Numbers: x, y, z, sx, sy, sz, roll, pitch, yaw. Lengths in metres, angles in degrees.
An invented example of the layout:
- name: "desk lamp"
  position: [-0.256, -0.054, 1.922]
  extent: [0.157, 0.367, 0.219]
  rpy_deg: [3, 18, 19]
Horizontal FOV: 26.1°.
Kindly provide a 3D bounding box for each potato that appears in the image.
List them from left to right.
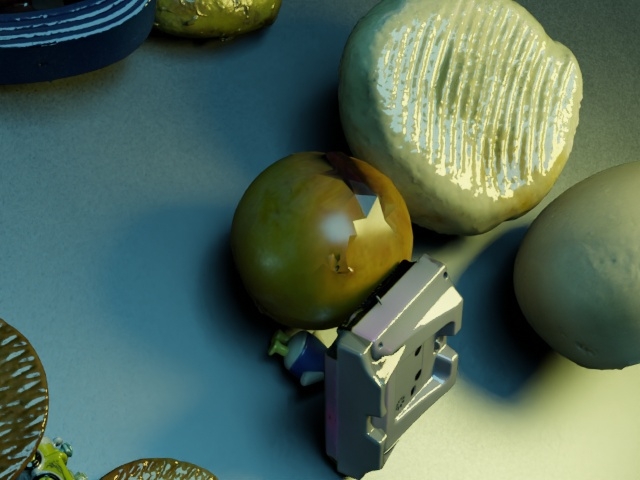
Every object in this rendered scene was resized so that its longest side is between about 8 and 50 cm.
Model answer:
- name: "potato"
  position: [-0.147, -0.349, 1.903]
  extent: [0.251, 0.113, 0.149]
  rpy_deg: [-11, 66, -28]

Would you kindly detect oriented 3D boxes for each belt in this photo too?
- name: "belt"
  position: [-0.377, -0.311, 1.728]
  extent: [0.347, 0.117, 0.212]
  rpy_deg: [-9, 72, -13]

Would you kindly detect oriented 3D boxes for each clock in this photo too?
- name: "clock"
  position: [0.088, 0.157, 1.669]
  extent: [0.083, 0.253, 0.186]
  rpy_deg: [26, 50, 25]

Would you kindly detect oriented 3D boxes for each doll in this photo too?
- name: "doll"
  position: [0.003, 0.157, 1.744]
  extent: [0.143, 0.057, 0.099]
  rpy_deg: [27, 35, -12]

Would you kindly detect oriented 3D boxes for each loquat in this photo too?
- name: "loquat"
  position: [0.000, 0.000, 1.721]
  extent: [0.235, 0.235, 0.235]
  rpy_deg: [11, 60, -20]

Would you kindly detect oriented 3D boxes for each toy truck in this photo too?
- name: "toy truck"
  position: [-0.300, 0.261, 1.526]
  extent: [0.077, 0.076, 0.111]
  rpy_deg: [-17, 56, -32]

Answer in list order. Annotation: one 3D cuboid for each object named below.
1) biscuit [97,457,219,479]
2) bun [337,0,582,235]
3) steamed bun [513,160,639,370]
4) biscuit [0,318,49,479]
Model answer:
- name: "biscuit"
  position: [-0.210, 0.331, 1.563]
  extent: [0.144, 0.033, 0.224]
  rpy_deg: [41, 56, 1]
- name: "bun"
  position: [0.171, -0.183, 1.906]
  extent: [0.365, 0.219, 0.365]
  rpy_deg: [5, 79, -25]
- name: "steamed bun"
  position: [0.412, 0.016, 1.851]
  extent: [0.324, 0.324, 0.206]
  rpy_deg: [-39, 112, -35]
- name: "biscuit"
  position: [-0.426, 0.185, 1.495]
  extent: [0.262, 0.037, 0.262]
  rpy_deg: [2, 59, -4]
